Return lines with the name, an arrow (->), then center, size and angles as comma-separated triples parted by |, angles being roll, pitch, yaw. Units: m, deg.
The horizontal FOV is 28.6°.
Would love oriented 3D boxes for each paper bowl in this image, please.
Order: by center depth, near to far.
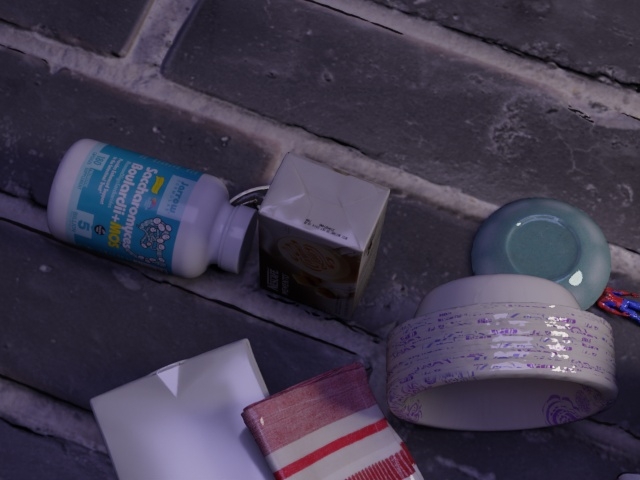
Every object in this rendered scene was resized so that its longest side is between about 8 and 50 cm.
paper bowl -> 0.223, 0.138, 1.566 | 0.284, 0.284, 0.148 | 2, 67, -1

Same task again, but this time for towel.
towel -> 0.056, 0.315, 1.523 | 0.237, 0.037, 0.329 | -16, 72, -55

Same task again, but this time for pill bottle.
pill bottle -> -0.223, -0.036, 1.697 | 0.264, 0.146, 0.146 | 16, 68, 5

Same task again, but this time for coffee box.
coffee box -> 0.000, 0.000, 1.635 | 0.141, 0.246, 0.098 | 22, 67, 6

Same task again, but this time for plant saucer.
plant saucer -> 0.307, 0.018, 1.741 | 0.195, 0.037, 0.195 | -2, 63, 4

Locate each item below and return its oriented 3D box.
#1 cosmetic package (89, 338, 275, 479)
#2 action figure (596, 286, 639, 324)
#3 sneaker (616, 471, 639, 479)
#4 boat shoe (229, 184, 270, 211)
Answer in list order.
cosmetic package -> -0.118, 0.341, 1.542 | 0.217, 0.156, 0.385 | -19, 68, -10
action figure -> 0.423, 0.091, 1.732 | 0.115, 0.030, 0.038 | 24, 72, 10
sneaker -> 0.469, 0.346, 1.615 | 0.178, 0.072, 0.077 | 5, 79, 9
boat shoe -> -0.073, -0.052, 1.766 | 0.125, 0.046, 0.038 | -17, 64, -18
